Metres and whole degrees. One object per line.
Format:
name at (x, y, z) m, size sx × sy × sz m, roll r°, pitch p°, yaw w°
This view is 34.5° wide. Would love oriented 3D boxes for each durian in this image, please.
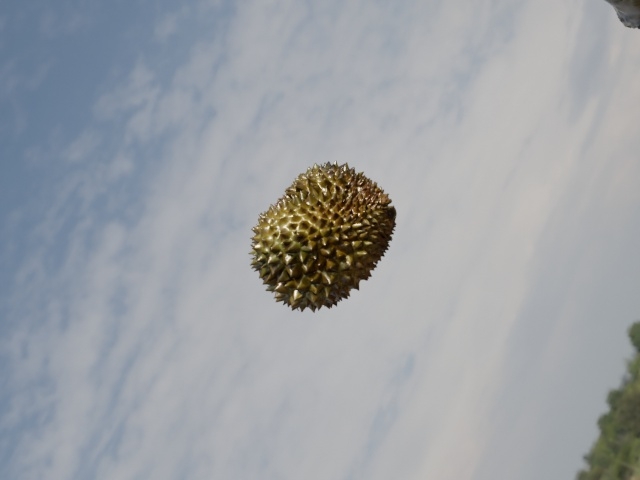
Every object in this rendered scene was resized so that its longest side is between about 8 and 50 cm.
durian at (0.000, 0.000, 1.025) m, size 0.168 × 0.137 × 0.158 m, roll -35°, pitch 27°, yaw 19°

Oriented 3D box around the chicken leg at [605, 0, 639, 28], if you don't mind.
chicken leg at (0.141, -0.184, 0.584) m, size 0.196 × 0.125 × 0.080 m, roll 55°, pitch -150°, yaw -37°
